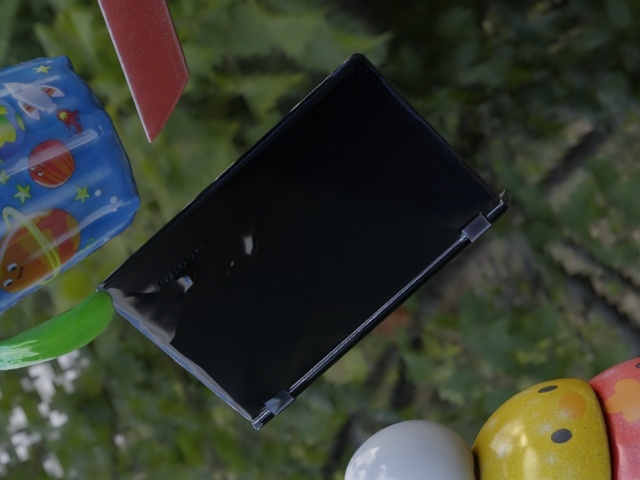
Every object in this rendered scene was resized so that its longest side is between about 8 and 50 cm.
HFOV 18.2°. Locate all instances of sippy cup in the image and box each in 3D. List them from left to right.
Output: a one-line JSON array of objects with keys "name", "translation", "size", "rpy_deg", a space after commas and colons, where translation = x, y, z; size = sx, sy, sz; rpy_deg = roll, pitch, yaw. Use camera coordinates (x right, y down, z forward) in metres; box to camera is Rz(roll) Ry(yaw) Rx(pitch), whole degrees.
[{"name": "sippy cup", "translation": [-0.288, -0.045, 1.726], "size": [0.305, 0.224, 0.240], "rpy_deg": [65, 162, -5]}]

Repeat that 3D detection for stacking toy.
[{"name": "stacking toy", "translation": [0.261, 0.239, 1.873], "size": [0.350, 0.480, 0.350], "rpy_deg": [-179, 90, -79]}]

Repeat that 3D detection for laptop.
[{"name": "laptop", "translation": [0.000, 0.000, 2.280], "size": [0.236, 0.382, 0.408], "rpy_deg": [49, -172, 1]}]

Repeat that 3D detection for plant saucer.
[{"name": "plant saucer", "translation": [-0.157, -0.244, 1.444], "size": [0.259, 0.048, 0.258], "rpy_deg": [77, 175, -57]}]
